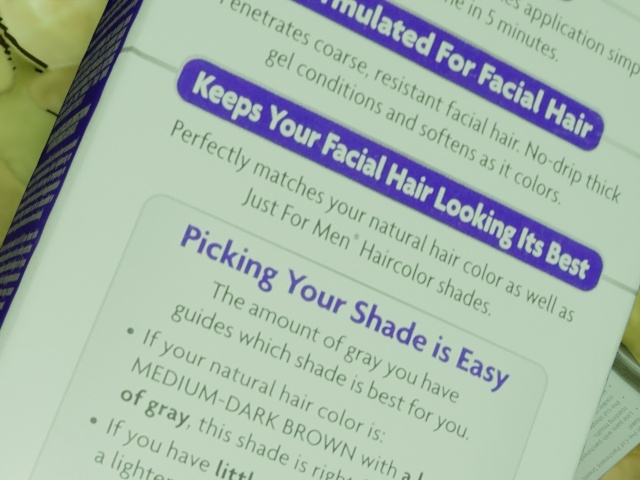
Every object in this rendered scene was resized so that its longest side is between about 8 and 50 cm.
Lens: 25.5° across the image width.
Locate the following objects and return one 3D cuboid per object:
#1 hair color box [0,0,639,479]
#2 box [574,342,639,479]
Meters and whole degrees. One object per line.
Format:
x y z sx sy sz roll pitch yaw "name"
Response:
0.000 0.000 0.468 0.185 0.110 0.338 25 80 -16 "hair color box"
0.013 0.155 0.651 0.067 0.063 0.324 38 106 -20 "box"
